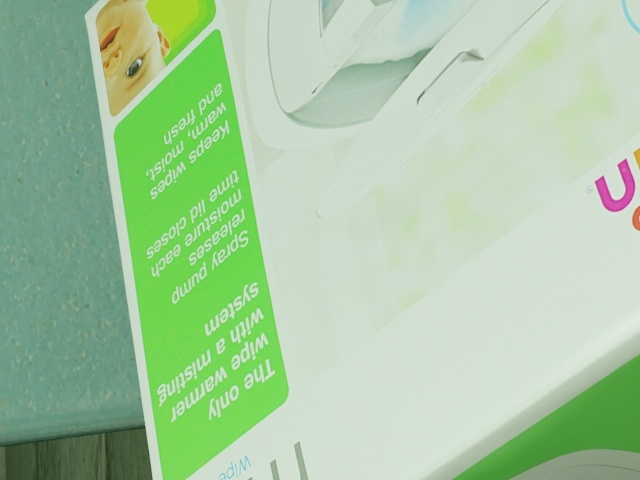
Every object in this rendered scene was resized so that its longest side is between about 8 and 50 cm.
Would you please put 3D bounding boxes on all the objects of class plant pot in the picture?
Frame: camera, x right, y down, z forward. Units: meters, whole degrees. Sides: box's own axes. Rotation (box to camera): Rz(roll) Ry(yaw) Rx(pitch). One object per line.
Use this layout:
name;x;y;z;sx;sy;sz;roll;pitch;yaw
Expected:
plant pot;-0.097;-0.020;0.946;0.248;0.252;0.247;171;98;-72

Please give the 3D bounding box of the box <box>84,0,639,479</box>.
box;0.069;-0.034;0.481;0.262;0.127;0.231;-39;47;34
